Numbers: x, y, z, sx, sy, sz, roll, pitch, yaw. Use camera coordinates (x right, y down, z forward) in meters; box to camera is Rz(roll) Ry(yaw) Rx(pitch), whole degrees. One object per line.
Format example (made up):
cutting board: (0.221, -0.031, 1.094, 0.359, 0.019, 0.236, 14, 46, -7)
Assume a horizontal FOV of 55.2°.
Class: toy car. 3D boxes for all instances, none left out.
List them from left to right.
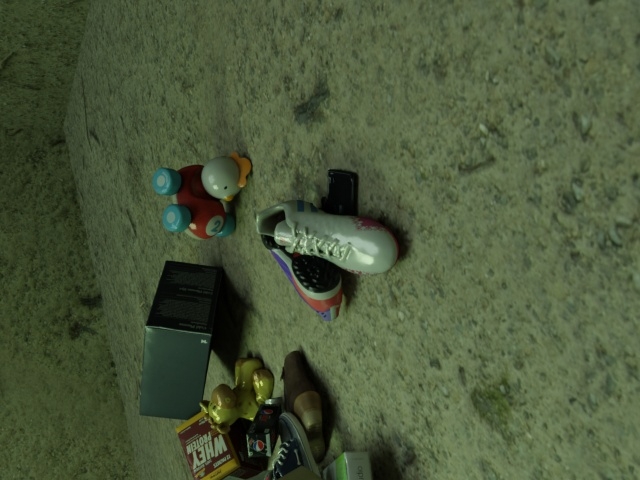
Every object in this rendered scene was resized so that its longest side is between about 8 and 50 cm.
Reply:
toy car: (-0.276, -0.133, 1.630, 0.238, 0.219, 0.210, -26, 73, 28)

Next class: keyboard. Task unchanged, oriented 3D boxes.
keyboard: (0.037, -0.056, 1.265, 0.108, 0.023, 0.180, 17, 111, 49)

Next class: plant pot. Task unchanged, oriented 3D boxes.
plant pot: (-0.030, 0.528, 1.215, 0.096, 0.109, 0.109, 5, 94, 33)

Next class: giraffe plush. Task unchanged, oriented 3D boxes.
giraffe plush: (-0.234, 0.439, 1.677, 0.181, 0.171, 0.210, -11, 88, 58)

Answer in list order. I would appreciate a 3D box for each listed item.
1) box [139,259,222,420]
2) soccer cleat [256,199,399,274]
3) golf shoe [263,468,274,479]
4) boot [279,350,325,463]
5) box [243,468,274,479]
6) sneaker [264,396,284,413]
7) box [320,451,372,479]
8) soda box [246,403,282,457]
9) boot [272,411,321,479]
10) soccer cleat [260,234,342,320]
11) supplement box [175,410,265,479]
box: (-0.406, 0.289, 1.795, 0.312, 0.179, 0.343, -96, 16, -58)
soccer cleat: (0.000, 0.000, 1.189, 0.331, 0.143, 0.115, 21, 115, 48)
golf shoe: (-0.068, 0.661, 1.392, 0.120, 0.105, 0.272, -9, 91, 60)
boot: (-0.051, 0.418, 1.493, 0.206, 0.090, 0.248, -113, 28, -47)
box: (-0.100, 0.670, 1.509, 0.119, 0.181, 0.181, -11, 89, 60)
sneaker: (-0.119, 0.443, 1.571, 0.152, 0.054, 0.061, 102, 155, -67)
box: (0.045, 0.587, 1.266, 0.322, 0.059, 0.232, 113, 155, -57)
soda box: (-0.126, 0.437, 1.417, 0.169, 0.053, 0.060, -53, -41, -80)
boot: (-0.071, 0.471, 1.345, 0.190, 0.086, 0.069, 60, 138, 32)
soccer cleat: (-0.047, 0.049, 1.357, 0.318, 0.109, 0.116, 50, 157, 45)
supplement box: (-0.282, 0.600, 1.744, 0.191, 0.129, 0.194, 58, -177, 32)
